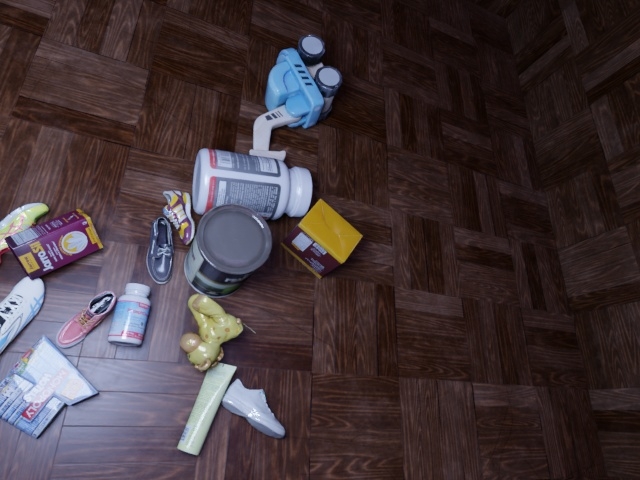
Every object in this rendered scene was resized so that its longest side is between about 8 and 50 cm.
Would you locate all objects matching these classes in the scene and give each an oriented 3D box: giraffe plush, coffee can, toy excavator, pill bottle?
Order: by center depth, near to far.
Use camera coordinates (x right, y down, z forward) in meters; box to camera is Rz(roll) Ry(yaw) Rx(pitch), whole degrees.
[{"bbox_3d":[-0.519,0.204,1.114,0.087,0.087,0.160,13,64,-21],"label":"pill bottle"},{"bbox_3d":[-0.318,0.272,1.144,0.210,0.181,0.170,32,70,9],"label":"giraffe plush"},{"bbox_3d":[-0.279,0.039,1.187,0.201,0.275,0.202,9,66,-22],"label":"coffee can"},{"bbox_3d":[-0.224,-0.175,1.343,0.362,0.210,0.210,4,68,-25],"label":"pill bottle"},{"bbox_3d":[-0.133,-0.505,1.553,0.445,0.222,0.433,-25,82,-18],"label":"toy excavator"}]

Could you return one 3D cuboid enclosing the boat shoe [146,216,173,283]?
[{"bbox_3d":[-0.481,0.026,1.219,0.075,0.065,0.206,1,69,-25],"label":"boat shoe"}]

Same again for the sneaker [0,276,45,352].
[{"bbox_3d":[-0.772,0.189,1.000,0.085,0.086,0.237,28,59,-11],"label":"sneaker"}]

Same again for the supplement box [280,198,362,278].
[{"bbox_3d":[0.000,0.000,1.386,0.191,0.194,0.129,41,58,-5],"label":"supplement box"}]

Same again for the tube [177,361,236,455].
[{"bbox_3d":[-0.314,0.458,1.122,0.070,0.062,0.240,25,61,-13],"label":"tube"}]

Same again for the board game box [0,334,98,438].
[{"bbox_3d":[-0.663,0.368,0.993,0.194,0.060,0.194,35,59,-8],"label":"board game box"}]

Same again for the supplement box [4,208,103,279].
[{"bbox_3d":[-0.703,0.007,1.079,0.080,0.104,0.188,25,44,36],"label":"supplement box"}]

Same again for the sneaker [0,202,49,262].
[{"bbox_3d":[-0.808,-0.017,1.080,0.094,0.081,0.208,46,63,-11],"label":"sneaker"}]

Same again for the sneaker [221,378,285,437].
[{"bbox_3d":[-0.178,0.483,1.176,0.212,0.080,0.094,38,47,-6],"label":"sneaker"}]

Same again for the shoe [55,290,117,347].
[{"bbox_3d":[-0.617,0.204,1.070,0.063,0.081,0.178,44,58,-3],"label":"shoe"}]

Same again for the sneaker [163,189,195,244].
[{"bbox_3d":[-0.449,-0.071,1.268,0.083,0.069,0.186,5,58,-40],"label":"sneaker"}]
